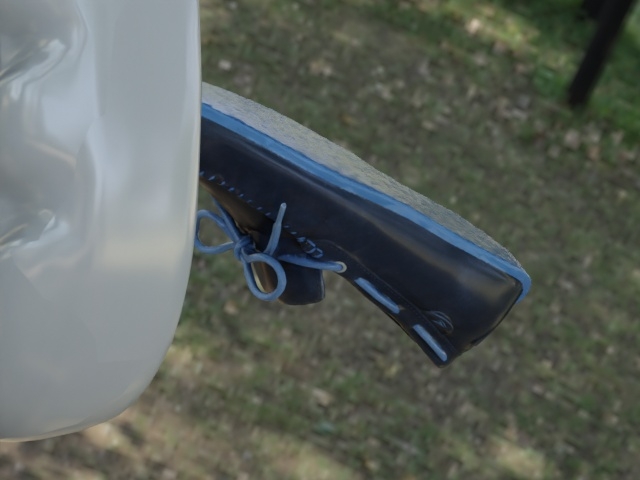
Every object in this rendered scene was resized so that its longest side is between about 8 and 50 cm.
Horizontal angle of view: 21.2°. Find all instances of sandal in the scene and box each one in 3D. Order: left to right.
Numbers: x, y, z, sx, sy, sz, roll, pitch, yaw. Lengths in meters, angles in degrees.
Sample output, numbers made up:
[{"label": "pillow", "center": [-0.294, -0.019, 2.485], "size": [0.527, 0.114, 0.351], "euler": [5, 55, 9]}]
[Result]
[{"label": "sandal", "center": [-0.043, -0.168, 0.360], "size": [0.102, 0.416, 0.169], "euler": [-1, 12, -30]}]

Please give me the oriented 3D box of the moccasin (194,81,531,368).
[{"label": "moccasin", "center": [0.000, 0.000, 1.192], "size": [0.342, 0.117, 0.138], "euler": [29, 12, -24]}]
